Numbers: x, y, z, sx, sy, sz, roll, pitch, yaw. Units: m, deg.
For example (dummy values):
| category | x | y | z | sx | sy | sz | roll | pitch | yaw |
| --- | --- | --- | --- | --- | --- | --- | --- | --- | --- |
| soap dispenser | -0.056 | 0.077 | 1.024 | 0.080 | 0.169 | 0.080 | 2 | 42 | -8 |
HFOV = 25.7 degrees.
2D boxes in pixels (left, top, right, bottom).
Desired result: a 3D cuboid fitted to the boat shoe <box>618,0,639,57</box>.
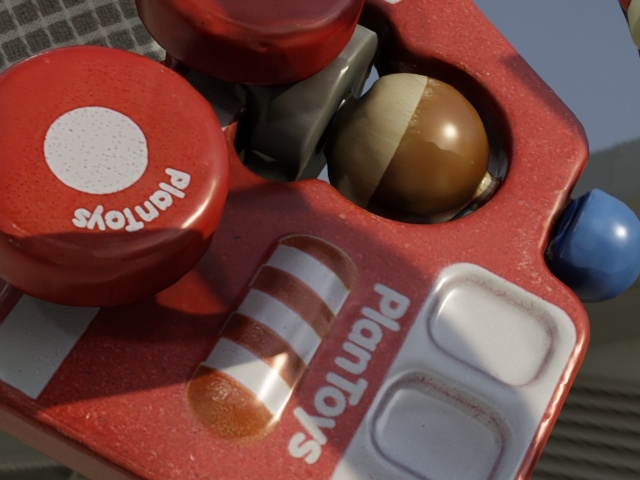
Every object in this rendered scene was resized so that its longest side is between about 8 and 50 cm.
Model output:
| category | x | y | z | sx | sy | sz | roll | pitch | yaw |
| --- | --- | --- | --- | --- | --- | --- | --- | --- | --- |
| boat shoe | 0.116 | -0.068 | 0.430 | 0.049 | 0.043 | 0.137 | -19 | -21 | 19 |

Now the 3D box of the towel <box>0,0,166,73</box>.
| category | x | y | z | sx | sy | sz | roll | pitch | yaw |
| --- | --- | --- | --- | --- | --- | --- | --- | --- | --- |
| towel | -0.207 | -0.148 | 0.894 | 0.284 | 0.121 | 0.235 | -12 | -62 | 25 |

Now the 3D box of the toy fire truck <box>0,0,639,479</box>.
| category | x | y | z | sx | sy | sz | roll | pitch | yaw |
| --- | --- | --- | --- | --- | --- | --- | --- | --- | --- |
| toy fire truck | 0.000 | 0.000 | 0.600 | 0.254 | 0.302 | 0.169 | 30 | -33 | 5 |
